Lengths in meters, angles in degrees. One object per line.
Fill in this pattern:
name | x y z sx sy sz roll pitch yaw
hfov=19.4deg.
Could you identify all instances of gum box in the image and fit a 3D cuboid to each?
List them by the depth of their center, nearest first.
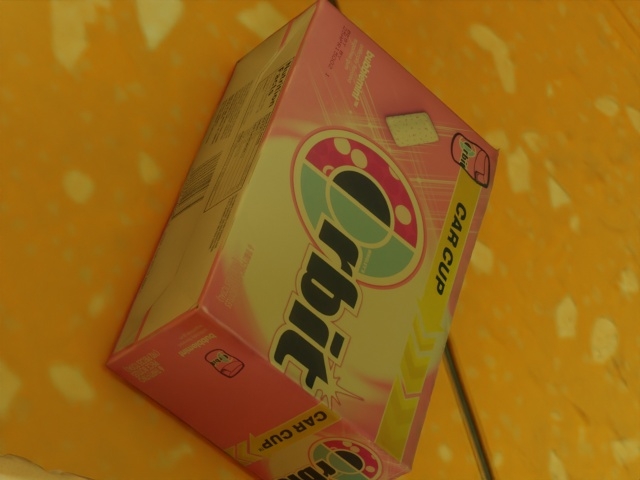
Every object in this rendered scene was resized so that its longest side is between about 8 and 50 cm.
gum box | 0.000 0.000 0.753 0.107 0.062 0.188 39 46 -21

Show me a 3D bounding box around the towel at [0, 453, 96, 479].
towel | -0.095 0.177 0.447 0.332 0.053 0.317 18 40 -7
